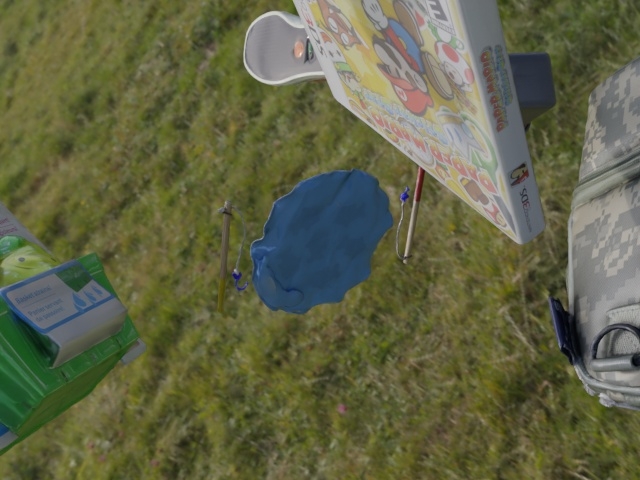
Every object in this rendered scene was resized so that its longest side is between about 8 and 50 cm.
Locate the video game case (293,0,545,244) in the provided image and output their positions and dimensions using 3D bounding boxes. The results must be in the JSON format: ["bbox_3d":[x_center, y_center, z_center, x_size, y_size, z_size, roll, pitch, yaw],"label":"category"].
[{"bbox_3d":[0.042,-0.122,0.526,0.026,0.206,0.227,-37,46,-8],"label":"video game case"}]

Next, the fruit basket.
[{"bbox_3d":[-0.365,0.032,0.858,0.165,0.353,0.327,-40,-3,20],"label":"fruit basket"}]

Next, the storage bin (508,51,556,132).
[{"bbox_3d":[0.162,-0.139,0.835,0.091,0.135,0.098,158,106,-75],"label":"storage bin"}]

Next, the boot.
[{"bbox_3d":[0.031,-0.223,1.024,0.244,0.176,0.088,17,104,50],"label":"boot"}]

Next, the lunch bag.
[{"bbox_3d":[0.324,0.019,0.579,0.212,0.305,0.256,-33,41,62],"label":"lunch bag"}]

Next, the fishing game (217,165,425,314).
[{"bbox_3d":[0.000,0.000,0.946,0.041,0.264,0.189,43,140,44],"label":"fishing game"}]
